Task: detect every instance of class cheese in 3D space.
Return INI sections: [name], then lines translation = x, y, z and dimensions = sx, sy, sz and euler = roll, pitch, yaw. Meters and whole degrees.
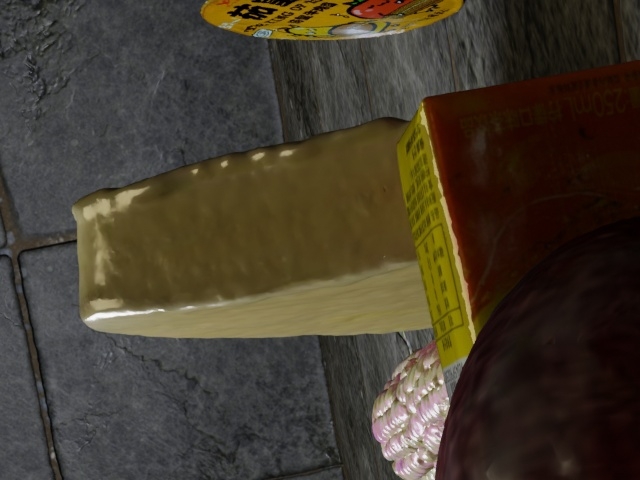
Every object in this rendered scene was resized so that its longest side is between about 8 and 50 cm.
[cheese]
translation = 0.000, 0.000, 1.260
dimensions = 0.384, 0.384, 0.104
euler = 110, 153, -78

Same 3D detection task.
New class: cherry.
[cherry]
translation = 0.147, 0.117, 0.745
dimensions = 0.230, 0.203, 0.300
euler = 104, 174, -47

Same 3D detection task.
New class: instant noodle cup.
[instant noodle cup]
translation = 0.007, -0.268, 1.465
dimensions = 0.216, 0.216, 0.172
euler = 125, 143, -81

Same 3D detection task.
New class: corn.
[corn]
translation = 0.116, 0.135, 1.508
dimensions = 0.335, 0.127, 0.126
euler = 107, 151, -75

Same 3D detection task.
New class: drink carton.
[drink carton]
translation = 0.152, 0.091, 0.934
dimensions = 0.111, 0.155, 0.351
euler = 111, 147, -80
